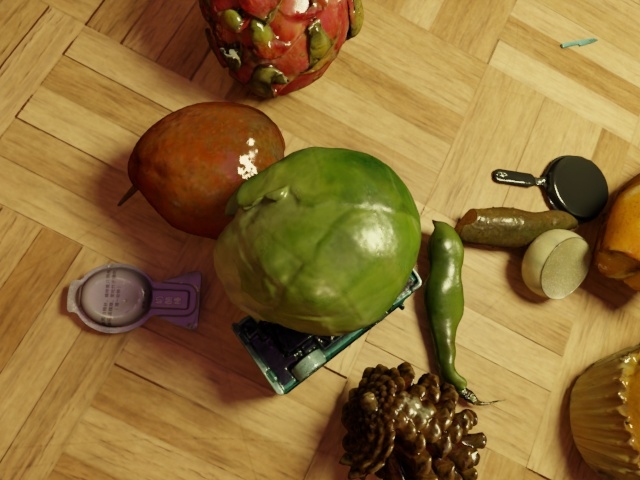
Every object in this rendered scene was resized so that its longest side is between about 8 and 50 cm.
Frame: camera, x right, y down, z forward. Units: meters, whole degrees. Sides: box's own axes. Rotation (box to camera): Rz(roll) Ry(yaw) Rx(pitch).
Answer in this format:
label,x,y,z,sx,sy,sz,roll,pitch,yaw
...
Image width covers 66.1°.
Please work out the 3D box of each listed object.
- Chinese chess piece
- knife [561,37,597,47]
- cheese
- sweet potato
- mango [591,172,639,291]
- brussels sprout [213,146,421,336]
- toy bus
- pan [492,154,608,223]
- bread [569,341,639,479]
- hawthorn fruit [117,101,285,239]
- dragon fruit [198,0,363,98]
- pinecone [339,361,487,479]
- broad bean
label,x,y,z,sx,sy,sz,roll,pitch,yaw
Chinese chess piece,0.406,0.041,0.848,0.122,0.051,0.122,-9,112,-22
knife,0.539,-0.410,1.023,0.091,0.005,0.014,-16,80,-14
cheese,-0.278,0.088,0.741,0.191,0.042,0.105,5,78,-10
sweet potato,0.354,-0.024,0.865,0.244,0.077,0.077,-1,78,-8
mango,0.611,-0.036,0.870,0.350,0.199,0.201,-41,116,-28
brussels sprout,0.000,0.000,0.593,0.244,0.244,0.243,2,77,-10
toy bus,0.011,0.106,0.734,0.256,0.147,0.128,-35,75,-12
pan,0.438,-0.107,0.924,0.235,0.028,0.136,8,76,-9
bread,0.598,0.248,0.794,0.389,0.183,0.236,-26,86,-15
hawthorn fruit,-0.178,-0.097,0.727,0.263,0.210,0.210,-5,78,0
dragon fruit,-0.059,-0.374,0.759,0.269,0.291,0.250,-27,78,-16
pinecone,0.138,0.283,0.707,0.213,0.168,0.185,27,69,-2
broad bean,0.220,0.119,0.822,0.098,0.056,0.317,-11,85,-19
